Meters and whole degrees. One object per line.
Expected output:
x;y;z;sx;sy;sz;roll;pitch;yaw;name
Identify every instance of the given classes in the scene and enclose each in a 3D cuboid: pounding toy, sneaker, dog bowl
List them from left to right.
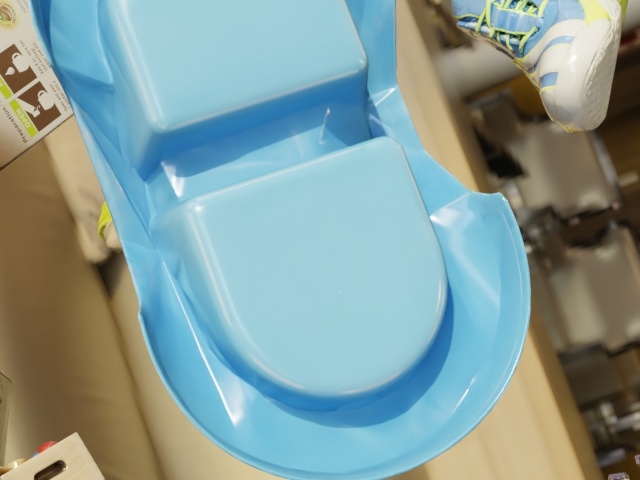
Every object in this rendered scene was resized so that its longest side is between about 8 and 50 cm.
-0.359;0.298;1.825;0.100;0.141;0.130;58;-28;6;pounding toy
-0.023;-0.038;0.645;0.074;0.166;0.297;135;-64;-73;dog bowl
0.144;-0.141;1.025;0.240;0.126;0.091;-55;154;-66;sneaker

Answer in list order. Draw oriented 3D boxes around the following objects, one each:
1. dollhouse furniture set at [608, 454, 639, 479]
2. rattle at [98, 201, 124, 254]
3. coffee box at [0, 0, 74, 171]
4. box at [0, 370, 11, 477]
0.342;0.207;1.554;0.114;0.091;0.081;-65;143;-73;dollhouse furniture set
-0.127;-0.074;1.404;0.130;0.143;0.200;-65;176;-84;rattle
-0.275;-0.056;0.920;0.098;0.141;0.246;58;46;-16;coffee box
-0.580;0.240;1.948;0.121;0.311;0.148;63;26;-65;box
